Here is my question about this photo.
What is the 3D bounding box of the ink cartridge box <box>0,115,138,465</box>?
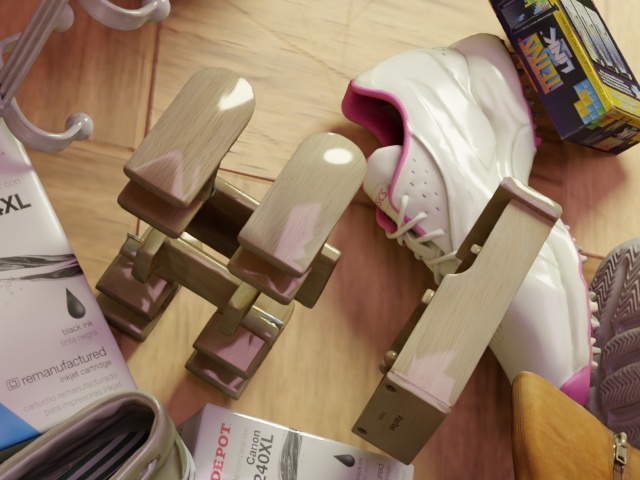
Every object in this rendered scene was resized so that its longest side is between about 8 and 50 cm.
[{"bbox_3d":[-0.226,0.042,1.043,0.148,0.086,0.203,-21,77,-30],"label":"ink cartridge box"}]

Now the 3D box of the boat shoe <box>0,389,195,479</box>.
[{"bbox_3d":[-0.199,0.192,0.955,0.109,0.094,0.302,33,61,30],"label":"boat shoe"}]

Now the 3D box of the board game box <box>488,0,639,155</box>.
[{"bbox_3d":[0.189,-0.140,1.272,0.141,0.048,0.170,65,20,12],"label":"board game box"}]

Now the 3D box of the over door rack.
[{"bbox_3d":[-0.176,-0.253,1.075,0.108,0.239,0.324,-5,53,-44],"label":"over door rack"}]

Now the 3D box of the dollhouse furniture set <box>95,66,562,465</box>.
[{"bbox_3d":[0.000,0.000,1.061,0.242,0.212,0.161,31,62,3],"label":"dollhouse furniture set"}]

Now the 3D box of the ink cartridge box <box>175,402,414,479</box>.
[{"bbox_3d":[-0.026,0.181,1.081,0.150,0.063,0.109,18,62,-15],"label":"ink cartridge box"}]

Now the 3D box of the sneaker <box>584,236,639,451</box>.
[{"bbox_3d":[0.282,0.159,1.204,0.180,0.124,0.321,5,77,-26],"label":"sneaker"}]

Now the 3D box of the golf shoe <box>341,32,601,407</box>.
[{"bbox_3d":[0.102,-0.004,1.204,0.140,0.115,0.306,-7,62,-16],"label":"golf shoe"}]

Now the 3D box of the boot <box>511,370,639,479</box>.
[{"bbox_3d":[0.120,0.153,0.948,0.264,0.096,0.280,29,32,-7],"label":"boot"}]
